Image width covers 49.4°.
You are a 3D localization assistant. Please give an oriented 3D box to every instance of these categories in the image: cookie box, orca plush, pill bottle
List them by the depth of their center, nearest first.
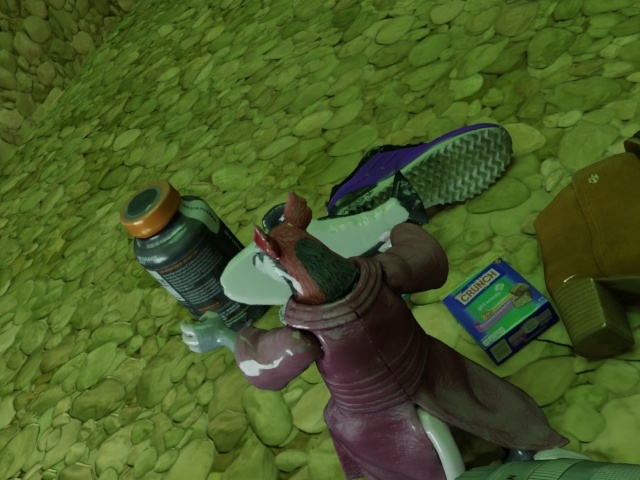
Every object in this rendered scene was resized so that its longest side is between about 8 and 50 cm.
[{"bbox_3d":[0.207,0.079,0.817,0.092,0.040,0.107,-38,35,1],"label":"cookie box"},{"bbox_3d":[0.000,0.000,0.957,0.287,0.151,0.102,-39,2,3],"label":"orca plush"},{"bbox_3d":[-0.185,0.023,1.029,0.130,0.246,0.130,-22,39,19],"label":"pill bottle"}]

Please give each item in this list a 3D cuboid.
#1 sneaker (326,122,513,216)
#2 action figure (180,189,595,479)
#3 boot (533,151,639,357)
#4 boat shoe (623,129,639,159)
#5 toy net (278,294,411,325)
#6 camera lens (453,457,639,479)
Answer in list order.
[{"bbox_3d":[0.131,-0.107,1.031,0.293,0.102,0.146,-28,36,12],"label":"sneaker"},{"bbox_3d":[0.043,0.120,0.627,0.248,0.370,0.276,-38,35,-3],"label":"action figure"},{"bbox_3d":[0.357,-0.023,0.714,0.295,0.104,0.211,-33,39,34],"label":"boot"},{"bbox_3d":[0.433,-0.073,0.773,0.073,0.073,0.207,-40,44,4],"label":"boat shoe"},{"bbox_3d":[0.033,0.059,0.979,0.232,0.045,0.122,-15,42,28],"label":"toy net"},{"bbox_3d":[0.219,0.252,0.426,0.274,0.219,0.219,-10,44,42],"label":"camera lens"}]
